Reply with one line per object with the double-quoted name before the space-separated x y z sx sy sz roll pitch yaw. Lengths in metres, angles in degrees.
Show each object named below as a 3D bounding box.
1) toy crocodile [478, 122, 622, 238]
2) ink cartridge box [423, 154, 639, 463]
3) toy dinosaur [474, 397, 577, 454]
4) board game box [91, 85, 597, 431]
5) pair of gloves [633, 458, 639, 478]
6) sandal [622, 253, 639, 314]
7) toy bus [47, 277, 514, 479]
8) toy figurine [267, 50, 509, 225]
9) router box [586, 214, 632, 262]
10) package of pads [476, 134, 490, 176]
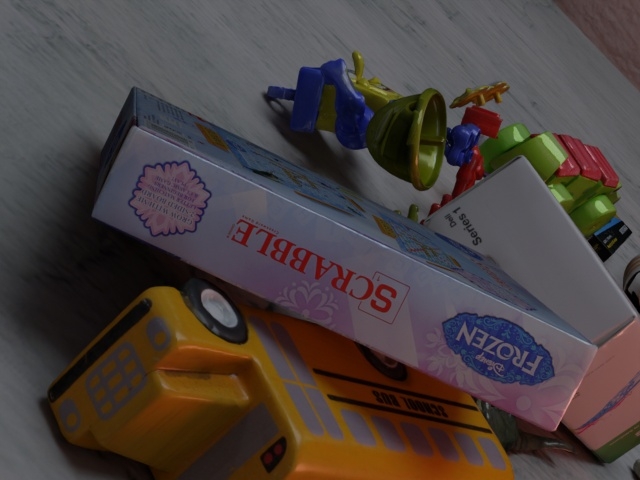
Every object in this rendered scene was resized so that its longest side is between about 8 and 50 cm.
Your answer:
"toy crocodile" 0.277 -0.075 1.822 0.340 0.105 0.115 6 49 -60
"ink cartridge box" 0.230 0.071 1.495 0.201 0.117 0.278 59 8 30
"toy dinosaur" 0.140 0.141 1.371 0.118 0.064 0.268 58 18 21
"board game box" 0.000 0.000 1.098 0.318 0.066 0.319 25 6 -10
"pair of gloves" 0.437 0.298 1.559 0.240 0.042 0.204 23 19 -12
"sandal" 0.439 0.061 2.070 0.265 0.076 0.102 -33 115 -60
"toy bus" -0.014 0.125 1.019 0.332 0.108 0.130 18 36 -53
"toy figurine" 0.032 -0.095 1.554 0.217 0.191 0.362 21 13 14
"router box" 0.343 -0.032 2.102 0.133 0.046 0.179 48 20 6
"package of pads" 0.223 -0.103 2.021 0.050 0.032 0.083 36 22 -29
